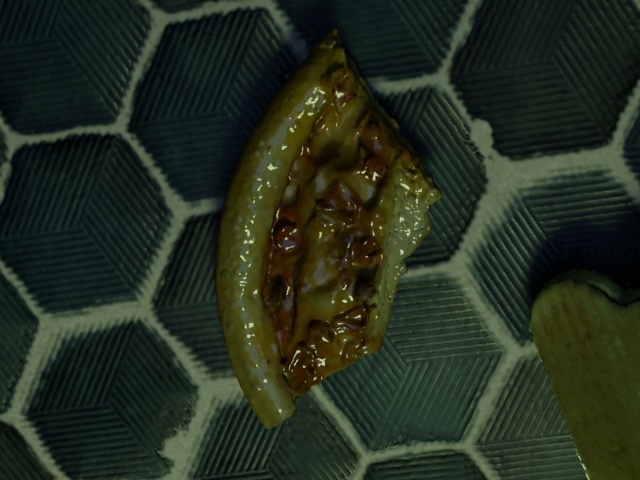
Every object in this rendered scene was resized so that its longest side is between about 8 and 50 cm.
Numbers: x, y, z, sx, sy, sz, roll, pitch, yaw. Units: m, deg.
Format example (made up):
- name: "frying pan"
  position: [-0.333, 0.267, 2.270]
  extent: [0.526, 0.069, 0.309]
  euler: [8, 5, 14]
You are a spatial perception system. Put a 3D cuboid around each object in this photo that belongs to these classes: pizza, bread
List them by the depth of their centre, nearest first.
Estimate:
- name: "bread"
  position: [0.305, 0.149, 0.947]
  extent: [0.207, 0.056, 0.286]
  euler: [-10, 107, 41]
- name: "pizza"
  position: [0.000, 0.000, 0.965]
  extent: [0.182, 0.074, 0.365]
  euler: [18, 104, 8]
